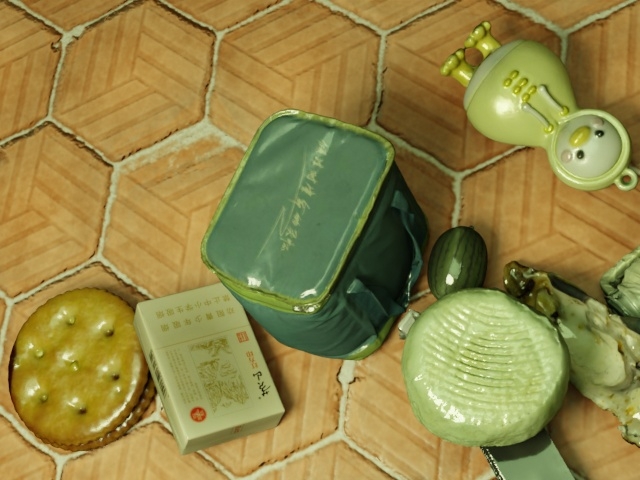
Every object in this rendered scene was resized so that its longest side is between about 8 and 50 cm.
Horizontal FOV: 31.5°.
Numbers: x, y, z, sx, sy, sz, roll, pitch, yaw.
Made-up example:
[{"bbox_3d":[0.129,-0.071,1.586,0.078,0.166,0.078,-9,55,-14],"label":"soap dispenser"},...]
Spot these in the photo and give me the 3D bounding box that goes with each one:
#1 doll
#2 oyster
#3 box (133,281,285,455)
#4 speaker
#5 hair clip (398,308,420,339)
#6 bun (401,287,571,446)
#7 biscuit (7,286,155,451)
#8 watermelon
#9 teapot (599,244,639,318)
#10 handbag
[{"bbox_3d":[0.290,-0.165,1.464,0.296,0.117,0.141,41,87,25],"label":"doll"},{"bbox_3d":[0.333,0.119,1.337,0.345,0.078,0.129,44,126,46],"label":"oyster"},{"bbox_3d":[-0.146,0.160,1.463,0.141,0.058,0.201,-15,63,-24],"label":"box"},{"bbox_3d":[0.269,0.310,1.331,0.082,0.044,0.218,-29,65,3],"label":"speaker"},{"bbox_3d":[0.171,0.151,1.418,0.172,0.049,0.116,35,87,21],"label":"hair clip"},{"bbox_3d":[0.194,0.153,1.333,0.195,0.118,0.195,-3,65,6],"label":"bun"},{"bbox_3d":[-0.323,0.174,1.533,0.220,0.066,0.220,-5,69,14],"label":"biscuit"},{"bbox_3d":[0.175,0.031,1.444,0.078,0.078,0.111,5,68,17],"label":"watermelon"},{"bbox_3d":[0.431,0.023,1.380,0.200,0.077,0.107,-40,41,-2],"label":"teapot"},{"bbox_3d":[0.000,0.000,1.411,0.222,0.241,0.263,21,74,26],"label":"handbag"}]
